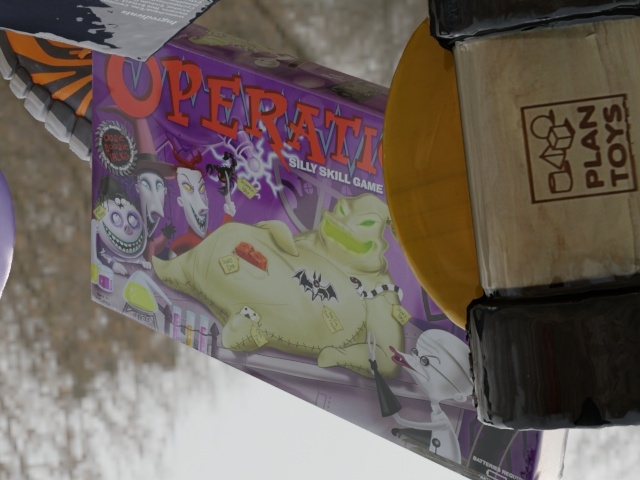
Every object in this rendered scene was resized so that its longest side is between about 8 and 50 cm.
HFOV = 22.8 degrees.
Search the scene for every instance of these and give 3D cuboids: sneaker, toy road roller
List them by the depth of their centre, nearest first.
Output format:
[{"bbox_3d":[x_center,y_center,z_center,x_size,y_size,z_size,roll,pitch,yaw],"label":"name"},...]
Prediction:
[{"bbox_3d":[0.190,-0.047,0.658,0.330,0.202,0.240,-7,-179,5],"label":"toy road roller"},{"bbox_3d":[-0.176,-0.155,1.577,0.321,0.180,0.124,45,-162,11],"label":"sneaker"}]

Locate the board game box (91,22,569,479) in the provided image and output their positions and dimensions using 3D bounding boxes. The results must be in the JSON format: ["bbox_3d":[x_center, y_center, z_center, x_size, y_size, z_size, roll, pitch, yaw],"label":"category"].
[{"bbox_3d":[0.000,0.000,0.956,0.347,0.208,0.056,22,-153,31],"label":"board game box"}]

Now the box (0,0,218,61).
[{"bbox_3d":[-0.085,-0.183,0.711,0.093,0.156,0.158,9,163,-27],"label":"box"}]

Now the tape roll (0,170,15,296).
[{"bbox_3d":[-0.269,0.007,0.884,0.080,0.189,0.189,32,-150,34],"label":"tape roll"}]
